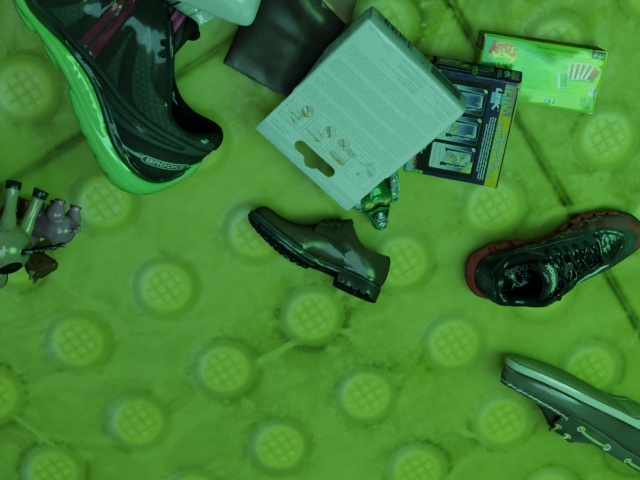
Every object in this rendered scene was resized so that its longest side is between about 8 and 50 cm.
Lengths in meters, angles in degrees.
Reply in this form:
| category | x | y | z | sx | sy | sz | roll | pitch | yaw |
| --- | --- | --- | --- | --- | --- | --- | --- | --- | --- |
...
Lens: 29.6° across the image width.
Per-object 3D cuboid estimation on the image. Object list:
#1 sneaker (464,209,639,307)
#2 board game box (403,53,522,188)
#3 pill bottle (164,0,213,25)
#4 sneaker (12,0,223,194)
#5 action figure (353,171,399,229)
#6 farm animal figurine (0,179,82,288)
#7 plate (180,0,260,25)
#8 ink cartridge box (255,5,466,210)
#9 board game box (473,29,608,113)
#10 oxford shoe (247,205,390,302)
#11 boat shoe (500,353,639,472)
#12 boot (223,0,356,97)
| category | x | y | z | sx | sy | sz | roll | pitch | yaw |
| --- | --- | --- | --- | --- | --- | --- | --- | --- | --- |
| sneaker | 0.356 | 0.034 | 1.792 | 0.276 | 0.135 | 0.097 | -17 | 106 | 0 |
| board game box | 0.201 | -0.169 | 1.727 | 0.141 | 0.048 | 0.170 | 11 | 122 | 3 |
| pill bottle | -0.191 | -0.352 | 1.661 | 0.067 | 0.067 | 0.120 | -28 | 108 | 5 |
| sneaker | -0.274 | -0.296 | 1.617 | 0.202 | 0.185 | 0.482 | -20 | 119 | 8 |
| action figure | 0.069 | -0.123 | 1.759 | 0.137 | 0.063 | 0.232 | -16 | 113 | -9 |
| farm animal figurine | -0.485 | -0.003 | 1.603 | 0.327 | 0.330 | 0.172 | 17 | 84 | -4 |
| plate | -0.167 | -0.446 | 1.523 | 0.278 | 0.045 | 0.277 | 18 | 86 | -22 |
| ink cartridge box | 0.056 | -0.180 | 1.686 | 0.189 | 0.066 | 0.232 | 42 | 121 | -15 |
| board game box | 0.312 | -0.243 | 1.747 | 0.181 | 0.043 | 0.092 | 7 | 107 | -7 |
| oxford shoe | 0.000 | 0.000 | 1.794 | 0.227 | 0.083 | 0.096 | 29 | 81 | -11 |
| boat shoe | 0.412 | 0.274 | 1.885 | 0.324 | 0.116 | 0.096 | 24 | 101 | -17 |
| boot | -0.082 | -0.331 | 1.664 | 0.248 | 0.090 | 0.207 | 29 | 101 | -16 |
